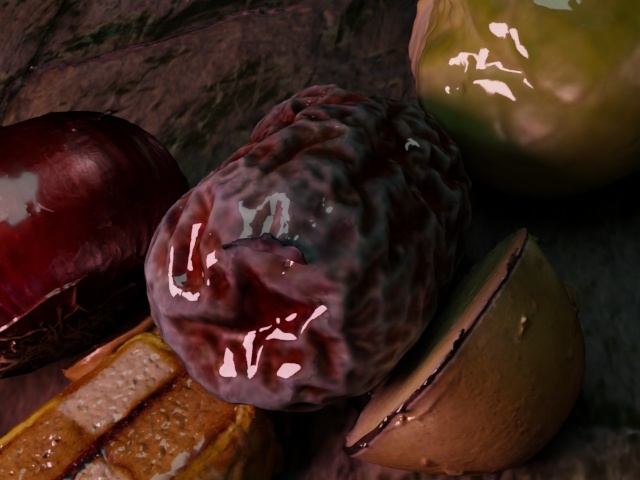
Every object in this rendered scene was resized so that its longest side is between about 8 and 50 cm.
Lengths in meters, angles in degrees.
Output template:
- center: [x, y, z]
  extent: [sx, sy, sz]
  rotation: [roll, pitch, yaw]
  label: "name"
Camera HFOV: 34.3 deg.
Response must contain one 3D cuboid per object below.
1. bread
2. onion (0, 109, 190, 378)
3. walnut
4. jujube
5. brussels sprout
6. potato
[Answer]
- center: [-0.153, 0.177, 0.796]
  extent: [0.222, 0.096, 0.181]
  rotation: [-40, 47, -21]
  label: "bread"
- center: [-0.262, -0.008, 0.902]
  extent: [0.314, 0.232, 0.314]
  rotation: [-27, -3, -1]
  label: "onion"
- center: [-0.162, 0.098, 0.908]
  extent: [0.121, 0.052, 0.091]
  rotation: [-35, 6, -19]
  label: "walnut"
- center: [0.000, 0.000, 0.795]
  extent: [0.226, 0.226, 0.317]
  rotation: [-4, 17, 18]
  label: "jujube"
- center: [0.209, -0.169, 0.909]
  extent: [0.317, 0.242, 0.273]
  rotation: [6, 42, 28]
  label: "brussels sprout"
- center: [0.122, 0.102, 0.750]
  extent: [0.117, 0.182, 0.202]
  rotation: [39, 68, -2]
  label: "potato"
